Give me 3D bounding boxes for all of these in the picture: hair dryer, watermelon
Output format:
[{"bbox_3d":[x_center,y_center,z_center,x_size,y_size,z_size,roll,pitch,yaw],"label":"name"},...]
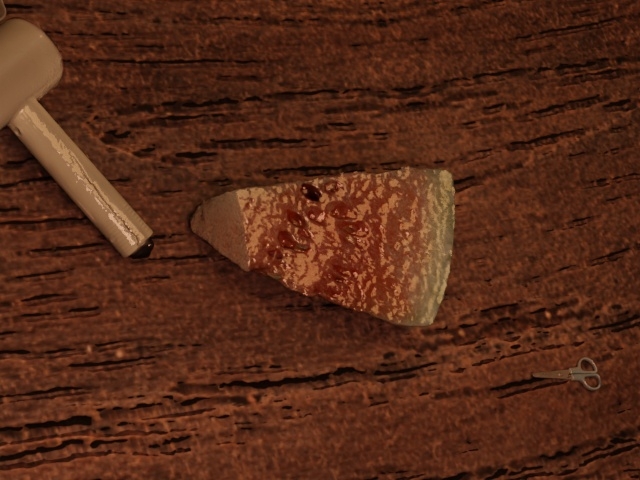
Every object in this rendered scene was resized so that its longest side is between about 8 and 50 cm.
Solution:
[{"bbox_3d":[-0.235,-0.066,1.587,0.236,0.073,0.131,50,51,-10],"label":"hair dryer"},{"bbox_3d":[0.000,0.000,1.685,0.241,0.094,0.154,10,70,-27],"label":"watermelon"}]

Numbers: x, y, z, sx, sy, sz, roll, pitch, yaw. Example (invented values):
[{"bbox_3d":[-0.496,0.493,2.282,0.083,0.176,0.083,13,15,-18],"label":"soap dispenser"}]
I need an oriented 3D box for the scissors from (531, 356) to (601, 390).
[{"bbox_3d":[0.241,0.131,1.803,0.083,0.006,0.036,2,61,-31],"label":"scissors"}]

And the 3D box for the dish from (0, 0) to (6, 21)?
[{"bbox_3d":[-0.337,-0.188,1.594,0.137,0.039,0.091,-28,74,-39],"label":"dish"}]
